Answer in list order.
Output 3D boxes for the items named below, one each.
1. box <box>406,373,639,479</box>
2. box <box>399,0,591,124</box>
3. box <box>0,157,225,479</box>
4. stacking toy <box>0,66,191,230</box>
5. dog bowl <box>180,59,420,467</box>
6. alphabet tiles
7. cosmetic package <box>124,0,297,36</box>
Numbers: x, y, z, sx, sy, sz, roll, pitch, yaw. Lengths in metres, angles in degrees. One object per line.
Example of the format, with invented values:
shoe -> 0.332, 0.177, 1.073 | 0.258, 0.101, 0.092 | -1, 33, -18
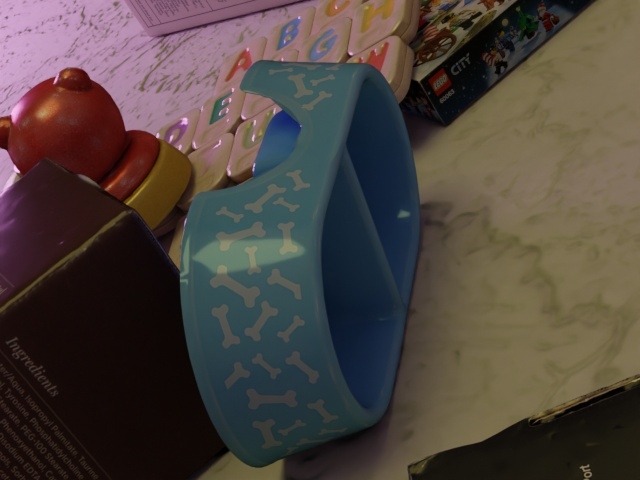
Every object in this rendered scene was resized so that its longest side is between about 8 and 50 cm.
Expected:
box -> 0.189, 0.148, 0.434 | 0.293, 0.073, 0.295 | -26, 40, 15
box -> 0.131, -0.190, 1.118 | 0.233, 0.044, 0.159 | -41, 28, -14
box -> -0.177, 0.085, 0.869 | 0.203, 0.167, 0.168 | -40, 28, -13
stacking toy -> -0.283, -0.033, 1.173 | 0.309, 0.130, 0.279 | -41, 28, -1
dog bowl -> 0.000, 0.000, 0.838 | 0.074, 0.166, 0.297 | -10, 34, 18
alphabet tiles -> -0.041, -0.099, 1.116 | 0.284, 0.021, 0.278 | -27, 34, 32
cosmetic package -> -0.089, -0.325, 1.443 | 0.309, 0.160, 0.113 | -5, 38, 41
